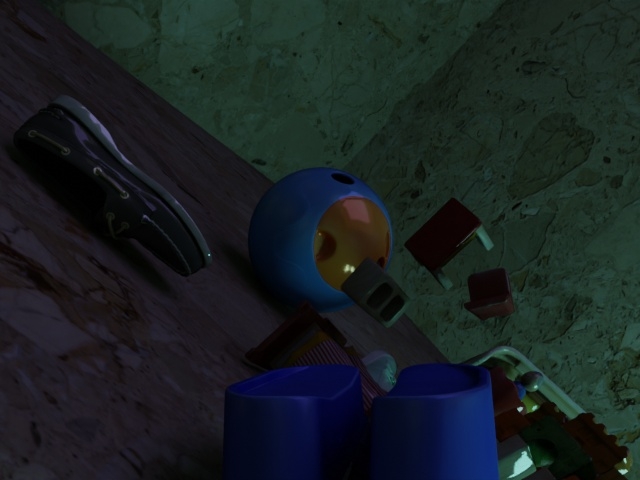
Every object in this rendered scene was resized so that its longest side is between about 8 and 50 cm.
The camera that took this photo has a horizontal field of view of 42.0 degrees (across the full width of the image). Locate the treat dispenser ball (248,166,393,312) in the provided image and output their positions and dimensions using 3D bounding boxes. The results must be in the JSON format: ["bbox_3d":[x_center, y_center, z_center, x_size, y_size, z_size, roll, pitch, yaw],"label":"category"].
[{"bbox_3d":[0.000,0.000,1.654,0.288,0.288,0.288,44,6,-5],"label":"treat dispenser ball"}]

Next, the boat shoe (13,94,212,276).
[{"bbox_3d":[-0.275,-0.056,1.116,0.305,0.091,0.109,46,-32,-4],"label":"boat shoe"}]

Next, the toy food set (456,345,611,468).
[{"bbox_3d":[0.337,0.318,1.438,0.306,0.092,0.220,43,-31,-2],"label":"toy food set"}]

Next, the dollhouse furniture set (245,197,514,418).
[{"bbox_3d":[0.107,0.119,1.145,0.201,0.374,0.152,46,1,35],"label":"dollhouse furniture set"}]

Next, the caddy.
[{"bbox_3d":[0.043,0.208,0.736,0.341,0.241,0.179,14,75,-78],"label":"caddy"}]

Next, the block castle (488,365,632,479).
[{"bbox_3d":[0.335,0.395,1.145,0.303,0.212,0.453,64,-4,-27],"label":"block castle"}]

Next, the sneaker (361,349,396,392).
[{"bbox_3d":[0.106,0.271,1.417,0.151,0.094,0.256,40,14,18],"label":"sneaker"}]
